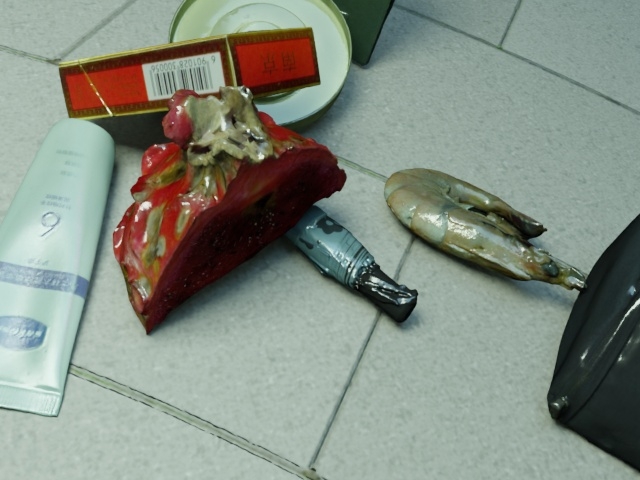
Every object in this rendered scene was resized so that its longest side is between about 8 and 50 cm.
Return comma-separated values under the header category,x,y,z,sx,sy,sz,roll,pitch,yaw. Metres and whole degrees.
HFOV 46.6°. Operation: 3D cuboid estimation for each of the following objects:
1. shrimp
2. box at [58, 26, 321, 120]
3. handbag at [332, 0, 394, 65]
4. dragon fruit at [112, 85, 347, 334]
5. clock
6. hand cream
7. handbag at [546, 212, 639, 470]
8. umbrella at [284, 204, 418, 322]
category,x,y,z,sx,sy,sz,roll,pitch,yaw
shrimp,0.192,-0.015,0.874,0.254,0.059,0.145,24,33,13
box,-0.141,-0.177,0.797,0.239,0.074,0.153,1,21,32
handbag,-0.005,-0.385,0.997,0.247,0.260,0.079,24,46,0
dragon fruit,-0.098,-0.066,0.698,0.262,0.211,0.134,-36,75,-25
clock,-0.076,-0.245,0.946,0.234,0.029,0.235,2,72,-6
hand cream,-0.268,0.012,0.724,0.109,0.067,0.321,11,55,-9
handbag,0.404,0.124,0.736,0.301,0.178,0.275,34,49,12
umbrella,-0.001,0.002,0.804,0.250,0.053,0.052,40,61,16
